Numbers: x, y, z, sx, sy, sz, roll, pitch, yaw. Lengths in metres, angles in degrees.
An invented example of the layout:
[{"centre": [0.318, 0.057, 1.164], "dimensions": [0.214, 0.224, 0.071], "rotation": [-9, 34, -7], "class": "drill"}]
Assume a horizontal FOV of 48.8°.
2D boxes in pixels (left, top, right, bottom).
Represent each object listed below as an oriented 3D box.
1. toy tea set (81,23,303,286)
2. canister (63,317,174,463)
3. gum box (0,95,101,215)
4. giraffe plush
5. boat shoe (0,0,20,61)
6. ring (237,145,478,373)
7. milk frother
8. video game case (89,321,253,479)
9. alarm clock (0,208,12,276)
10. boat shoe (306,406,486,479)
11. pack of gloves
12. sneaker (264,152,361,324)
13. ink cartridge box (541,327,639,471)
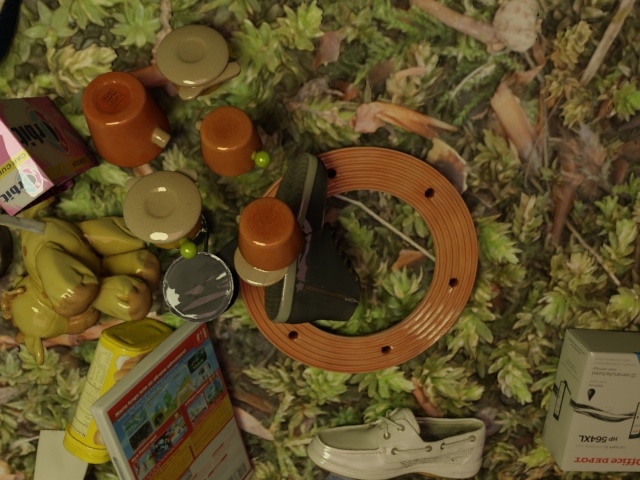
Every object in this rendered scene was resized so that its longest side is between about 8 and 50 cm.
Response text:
[{"centre": [-0.148, -0.083, 0.833], "dimensions": [0.199, 0.124, 0.336], "rotation": [-23, 71, -8], "class": "toy tea set"}, {"centre": [-0.270, 0.199, 0.958], "dimensions": [0.073, 0.126, 0.170], "rotation": [25, 104, 16], "class": "canister"}, {"centre": [-0.333, -0.104, 0.816], "dimensions": [0.062, 0.188, 0.107], "rotation": [-35, 102, 7], "class": "gum box"}, {"centre": [-0.327, 0.064, 0.896], "dimensions": [0.210, 0.181, 0.171], "rotation": [23, 121, -17], "class": "giraffe plush"}, {"centre": [-0.387, -0.285, 0.814], "dimensions": [0.066, 0.066, 0.183], "rotation": [18, 96, -7], "class": "boat shoe"}, {"centre": [0.053, 0.032, 0.986], "dimensions": [0.336, 0.032, 0.337], "rotation": [-2, 110, -6], "class": "ring"}, {"centre": [-0.163, 0.025, 0.888], "dimensions": [0.143, 0.135, 0.129], "rotation": [28, 84, -2], "class": "milk frother"}, {"centre": [-0.187, 0.276, 0.955], "dimensions": [0.025, 0.204, 0.285], "rotation": [3, 119, 31], "class": "video game case"}, {"centre": [-0.456, 0.001, 0.905], "dimensions": [0.192, 0.064, 0.129], "rotation": [-41, 108, 5], "class": "alarm clock"}, {"centre": [0.117, 0.291, 1.052], "dimensions": [0.276, 0.098, 0.096], "rotation": [5, 108, -18], "class": "boat shoe"}, {"centre": [-0.313, 0.369, 0.961], "dimensions": [0.194, 0.232, 0.046], "rotation": [2, 149, -2], "class": "pack of gloves"}, {"centre": [0.000, 0.000, 0.922], "dimensions": [0.118, 0.083, 0.222], "rotation": [5, 102, -28], "class": "sneaker"}, {"centre": [0.437, 0.244, 1.072], "dimensions": [0.148, 0.086, 0.203], "rotation": [3, 108, -7], "class": "ink cartridge box"}]
